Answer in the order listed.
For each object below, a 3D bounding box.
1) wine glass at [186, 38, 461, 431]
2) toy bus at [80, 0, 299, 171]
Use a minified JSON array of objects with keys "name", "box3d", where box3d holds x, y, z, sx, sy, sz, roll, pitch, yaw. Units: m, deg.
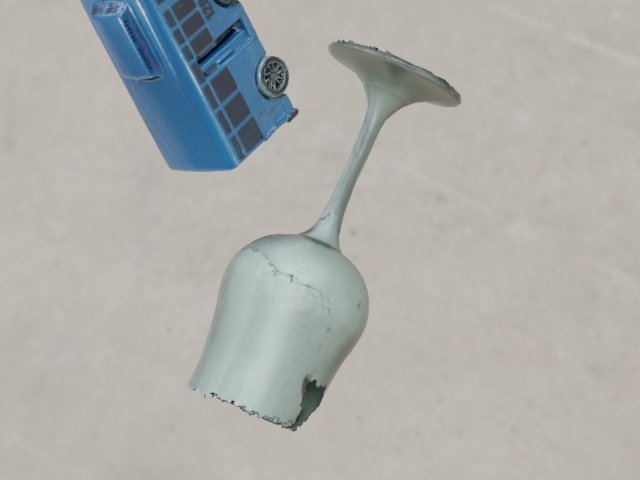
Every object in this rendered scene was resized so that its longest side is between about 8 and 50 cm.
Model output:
[{"name":"wine glass","box3d":[0.000,0.000,1.025,0.079,0.079,0.195,18,83,44]},{"name":"toy bus","box3d":[-0.105,-0.150,1.534,0.090,0.185,0.106,3,39,47]}]
